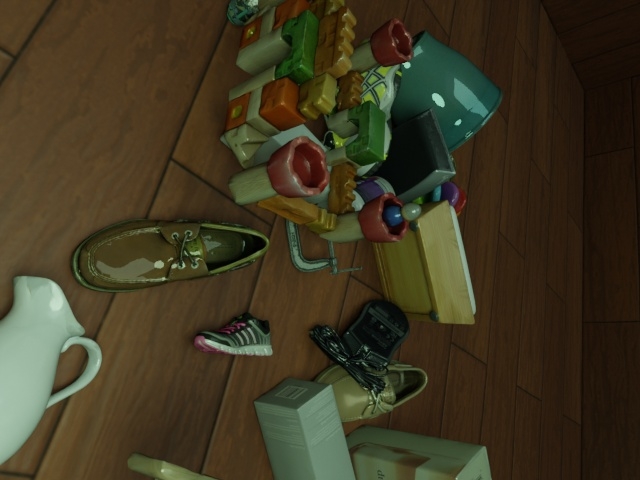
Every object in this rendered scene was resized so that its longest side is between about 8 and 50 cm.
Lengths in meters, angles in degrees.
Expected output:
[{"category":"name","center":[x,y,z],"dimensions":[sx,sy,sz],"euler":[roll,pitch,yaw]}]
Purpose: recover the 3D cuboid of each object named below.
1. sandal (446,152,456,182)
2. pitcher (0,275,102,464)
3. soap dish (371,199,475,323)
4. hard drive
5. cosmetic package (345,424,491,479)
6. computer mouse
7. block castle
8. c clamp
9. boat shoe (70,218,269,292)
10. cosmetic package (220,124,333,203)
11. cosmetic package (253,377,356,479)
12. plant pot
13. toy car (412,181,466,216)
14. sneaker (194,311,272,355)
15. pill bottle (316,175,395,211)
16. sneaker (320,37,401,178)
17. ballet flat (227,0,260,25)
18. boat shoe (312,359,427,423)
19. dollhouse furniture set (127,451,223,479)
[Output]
[{"category":"sandal","center":[0.366,-0.259,1.487],"dimensions":[0.180,0.072,0.049],"euler":[71,21,-5]},{"category":"pitcher","center":[-0.360,0.174,0.582],"dimensions":[0.207,0.126,0.177],"euler":[-72,148,-42]},{"category":"soap dish","center":[0.234,0.062,1.172],"dimensions":[0.118,0.229,0.290],"euler":[-16,95,-31]},{"category":"hard drive","center":[0.191,-0.178,1.132],"dimensions":[0.054,0.255,0.171],"euler":[-14,83,-28]},{"category":"cosmetic package","center":[0.175,0.480,0.970],"dimensions":[0.129,0.296,0.153],"euler":[-11,90,-47]},{"category":"computer mouse","center":[0.102,0.220,1.079],"dimensions":[0.188,0.072,0.272],"euler":[39,34,16]},{"category":"block castle","center":[0.034,-0.239,0.833],"dimensions":[0.303,0.213,0.452],"euler":[25,63,-43]},{"category":"c clamp","center":[0.000,0.000,1.011],"dimensions":[0.022,0.137,0.160],"euler":[-131,-154,-86]},{"category":"boat shoe","center":[-0.217,0.010,0.764],"dimensions":[0.307,0.105,0.110],"euler":[-12,92,-48]},{"category":"cosmetic package","center":[-0.066,-0.166,0.954],"dimensions":[0.231,0.117,0.085],"euler":[43,53,-36]},{"category":"cosmetic package","center":[-0.024,0.388,0.895],"dimensions":[0.107,0.127,0.237],"euler":[-23,102,-46]},{"category":"plant pot","center":[0.285,-0.391,1.288],"dimensions":[0.255,0.272,0.271],"euler":[42,53,-16]},{"category":"toy car","center":[0.329,-0.112,1.358],"dimensions":[0.182,0.136,0.159],"euler":[22,68,-44]},{"category":"sneaker","center":[-0.147,0.160,0.848],"dimensions":[0.170,0.063,0.074],"euler":[19,70,-50]},{"category":"pill bottle","center":[0.077,-0.075,1.098],"dimensions":[0.194,0.108,0.108],"euler":[-25,102,-47]},{"category":"sneaker","center":[0.089,-0.337,1.138],"dimensions":[0.147,0.145,0.384],"euler":[20,59,-25]},{"category":"ballet flat","center":[-0.122,-0.503,0.989],"dimensions":[0.070,0.070,0.188],"euler":[42,54,-35]},{"category":"boat shoe","center":[0.109,0.320,1.061],"dimensions":[0.341,0.110,0.121],"euler":[-4,86,-48]},{"category":"dollhouse furniture set","center":[-0.175,0.445,0.518],"dimensions":[0.256,0.394,0.362],"euler":[42,55,-35]}]
